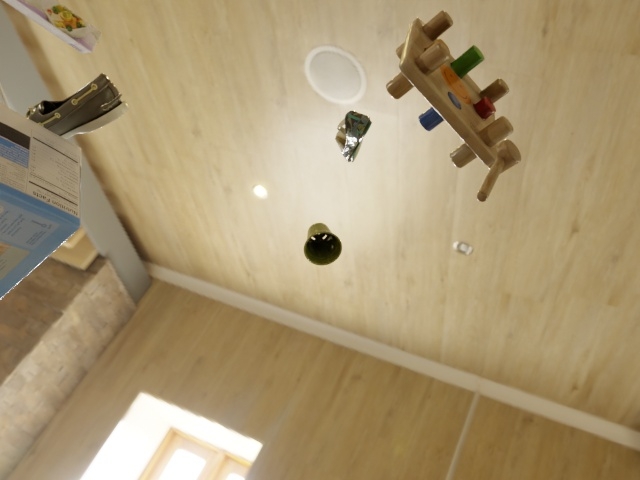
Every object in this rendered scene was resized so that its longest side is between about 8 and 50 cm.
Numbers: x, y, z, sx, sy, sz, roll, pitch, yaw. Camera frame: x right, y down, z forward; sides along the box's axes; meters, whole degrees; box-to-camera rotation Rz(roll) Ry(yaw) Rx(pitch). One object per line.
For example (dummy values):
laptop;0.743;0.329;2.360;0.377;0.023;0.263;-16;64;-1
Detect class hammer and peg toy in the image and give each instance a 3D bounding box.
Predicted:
hammer and peg toy;0.288;-0.252;1.185;0.361;0.266;0.127;43;-56;-17

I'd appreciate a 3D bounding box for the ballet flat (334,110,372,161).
ballet flat;0.064;-0.224;1.307;0.070;0.070;0.188;30;-17;2

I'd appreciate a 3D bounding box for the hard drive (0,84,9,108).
hard drive;-0.755;-0.218;1.509;0.203;0.040;0.307;9;-63;59

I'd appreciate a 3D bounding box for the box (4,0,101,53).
box;-0.698;-0.580;1.514;0.067;0.063;0.324;10;-15;43

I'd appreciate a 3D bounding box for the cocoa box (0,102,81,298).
cocoa box;-0.653;-0.056;1.173;0.347;0.227;0.231;-36;-41;22

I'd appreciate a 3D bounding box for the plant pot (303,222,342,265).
plant pot;0.000;0.000;1.349;0.083;0.079;0.083;-4;-62;-7

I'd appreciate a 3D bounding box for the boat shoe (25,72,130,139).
boat shoe;-0.548;-0.254;1.283;0.305;0.109;0.091;-19;-62;13
